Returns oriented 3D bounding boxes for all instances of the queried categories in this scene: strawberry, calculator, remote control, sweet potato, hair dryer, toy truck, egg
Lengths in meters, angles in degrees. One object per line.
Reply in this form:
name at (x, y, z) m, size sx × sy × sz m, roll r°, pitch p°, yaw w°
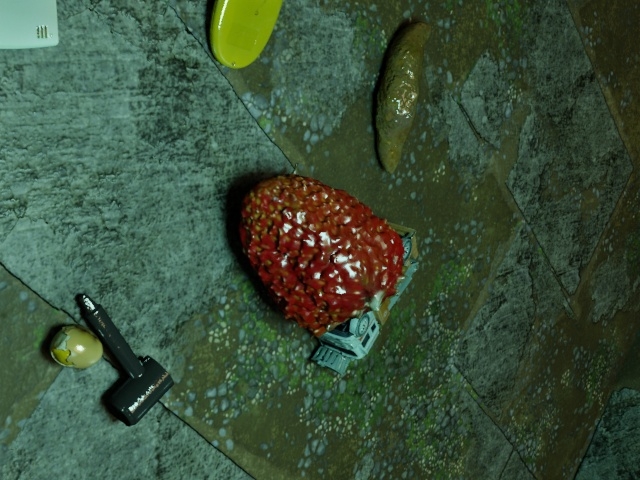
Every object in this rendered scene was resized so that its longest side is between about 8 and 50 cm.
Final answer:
strawberry at (0.000, -0.001, 1.824) m, size 0.292 × 0.292 × 0.343 m, roll -42°, pitch 113°, yaw -34°
calculator at (-0.128, -0.424, 1.699) m, size 0.146 × 0.032 × 0.234 m, roll 5°, pitch 109°, yaw -50°
remote control at (-0.454, -0.448, 1.349) m, size 0.145 × 0.050 × 0.343 m, roll -13°, pitch 108°, yaw -46°
sweet potato at (0.173, -0.315, 2.043) m, size 0.114 × 0.092 × 0.341 m, roll 10°, pitch 92°, yaw -65°
hair dryer at (-0.350, 0.197, 1.606) m, size 0.114 × 0.071 × 0.248 m, roll -48°, pitch 126°, yaw -30°
toy truck at (0.093, 0.131, 2.033) m, size 0.338 × 0.133 × 0.184 m, roll -57°, pitch 147°, yaw -25°
egg at (-0.396, 0.175, 1.540) m, size 0.083 × 0.071 × 0.071 m, roll 34°, pitch 73°, yaw -26°
